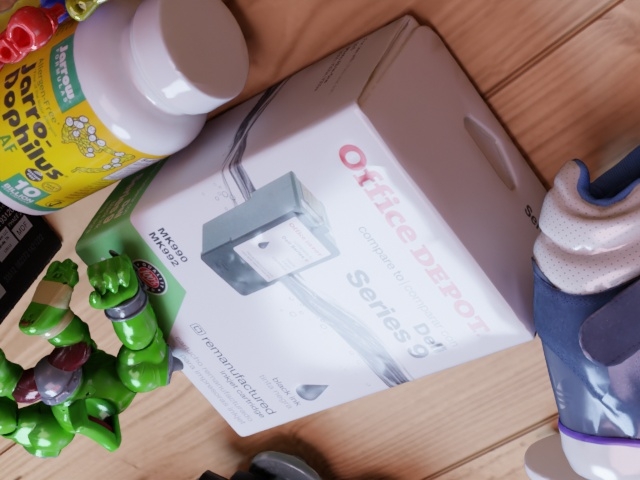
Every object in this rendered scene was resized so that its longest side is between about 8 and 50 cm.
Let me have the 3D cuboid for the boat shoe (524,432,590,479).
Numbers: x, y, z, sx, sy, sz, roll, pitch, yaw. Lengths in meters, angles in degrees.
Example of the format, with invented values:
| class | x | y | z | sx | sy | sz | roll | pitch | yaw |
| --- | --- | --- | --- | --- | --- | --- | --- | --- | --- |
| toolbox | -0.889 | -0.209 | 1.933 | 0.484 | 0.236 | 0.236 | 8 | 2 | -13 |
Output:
| class | x | y | z | sx | sy | sz | roll | pitch | yaw |
| --- | --- | --- | --- | --- | --- | --- | --- | --- | --- |
| boat shoe | 0.253 | 0.194 | 1.068 | 0.184 | 0.066 | 0.063 | 0 | 126 | 13 |

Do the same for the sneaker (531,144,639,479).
| class | x | y | z | sx | sy | sz | roll | pitch | yaw |
| --- | --- | --- | --- | --- | --- | --- | --- | --- | --- |
| sneaker | 0.294 | 0.019 | 0.856 | 0.322 | 0.130 | 0.236 | -7 | 103 | 2 |

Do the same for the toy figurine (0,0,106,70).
| class | x | y | z | sx | sy | sz | roll | pitch | yaw |
| --- | --- | --- | --- | --- | --- | --- | --- | --- | --- |
| toy figurine | -0.203 | -0.238 | 0.845 | 0.362 | 0.191 | 0.217 | -23 | 110 | 36 |

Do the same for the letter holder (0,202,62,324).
| class | x | y | z | sx | sy | sz | roll | pitch | yaw |
| --- | --- | --- | --- | --- | --- | --- | --- | --- | --- |
| letter holder | -0.391 | 0.063 | 1.091 | 0.214 | 0.302 | 0.152 | -18 | 118 | 35 |

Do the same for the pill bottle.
| class | x | y | z | sx | sy | sz | roll | pitch | yaw |
| --- | --- | --- | --- | --- | --- | --- | --- | --- | --- |
| pill bottle | -0.154 | -0.103 | 0.971 | 0.208 | 0.117 | 0.117 | -21 | 116 | 36 |

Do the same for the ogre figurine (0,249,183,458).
| class | x | y | z | sx | sy | sz | roll | pitch | yaw |
| --- | --- | --- | --- | --- | --- | --- | --- | --- | --- |
| ogre figurine | -0.192 | 0.097 | 0.998 | 0.197 | 0.097 | 0.118 | -44 | 124 | -2 |

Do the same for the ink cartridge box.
| class | x | y | z | sx | sy | sz | roll | pitch | yaw |
| --- | --- | --- | --- | --- | --- | --- | --- | --- | --- |
| ink cartridge box | 0.000 | 0.000 | 0.979 | 0.289 | 0.121 | 0.211 | -24 | 114 | 38 |

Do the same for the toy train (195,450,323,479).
| class | x | y | z | sx | sy | sz | roll | pitch | yaw |
| --- | --- | --- | --- | --- | --- | --- | --- | --- | --- |
| toy train | 0.027 | 0.316 | 1.225 | 0.334 | 0.142 | 0.190 | 21 | 142 | 8 |
